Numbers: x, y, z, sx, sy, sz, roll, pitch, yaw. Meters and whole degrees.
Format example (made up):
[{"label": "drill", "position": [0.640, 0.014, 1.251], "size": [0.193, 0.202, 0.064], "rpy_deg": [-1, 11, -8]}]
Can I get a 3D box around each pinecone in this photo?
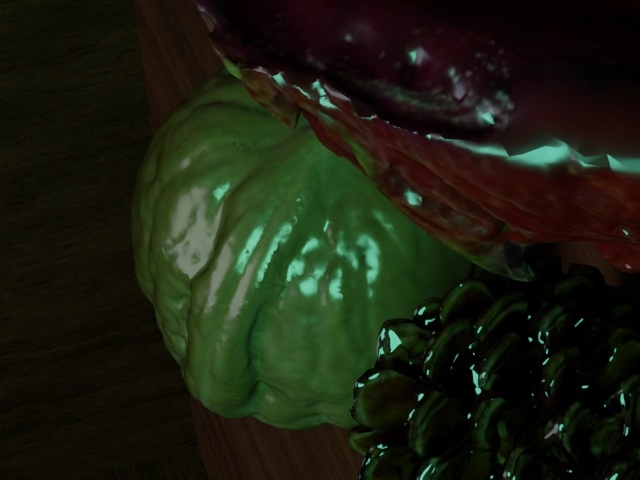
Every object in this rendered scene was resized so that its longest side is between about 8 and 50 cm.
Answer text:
[{"label": "pinecone", "position": [0.132, 0.121, 1.055], "size": [0.221, 0.221, 0.221], "rpy_deg": [166, 90, -78]}]

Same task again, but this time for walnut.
[{"label": "walnut", "position": [0.000, 0.000, 1.320], "size": [0.333, 0.332, 0.333], "rpy_deg": [166, 90, -78]}]

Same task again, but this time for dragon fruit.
[{"label": "dragon fruit", "position": [0.104, -0.097, 0.813], "size": [0.302, 0.330, 0.240], "rpy_deg": [111, 165, -73]}]
